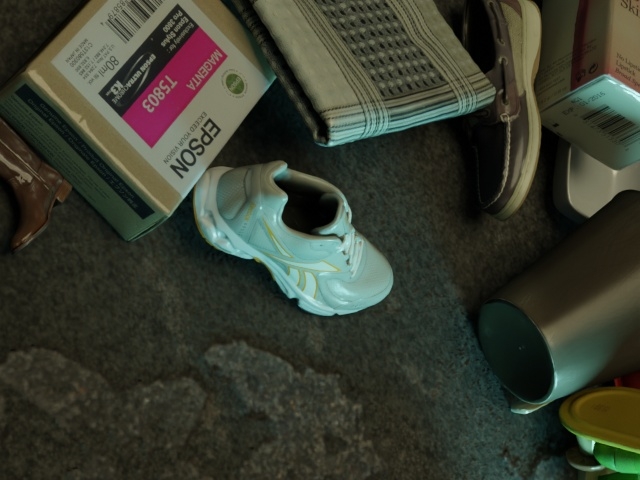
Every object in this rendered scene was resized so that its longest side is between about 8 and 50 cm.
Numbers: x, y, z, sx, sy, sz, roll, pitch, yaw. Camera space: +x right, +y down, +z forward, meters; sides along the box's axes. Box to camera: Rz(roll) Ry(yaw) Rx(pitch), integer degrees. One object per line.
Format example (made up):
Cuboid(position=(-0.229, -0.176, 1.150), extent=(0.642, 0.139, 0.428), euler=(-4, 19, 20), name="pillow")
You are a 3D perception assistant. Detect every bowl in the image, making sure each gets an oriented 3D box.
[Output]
Cuboid(position=(0.335, -0.071, 1.881), extent=(0.142, 0.053, 0.142), euler=(24, 61, -28), name="bowl")

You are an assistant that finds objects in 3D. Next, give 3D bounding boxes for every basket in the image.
Cuboid(position=(0.300, 0.079, 1.728), extent=(0.227, 0.154, 0.204), euler=(-26, 90, -27), name="basket")

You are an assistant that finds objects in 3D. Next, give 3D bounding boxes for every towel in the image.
Cuboid(position=(0.025, -0.258, 1.639), extent=(0.312, 0.056, 0.324), euler=(-17, 71, -49), name="towel")

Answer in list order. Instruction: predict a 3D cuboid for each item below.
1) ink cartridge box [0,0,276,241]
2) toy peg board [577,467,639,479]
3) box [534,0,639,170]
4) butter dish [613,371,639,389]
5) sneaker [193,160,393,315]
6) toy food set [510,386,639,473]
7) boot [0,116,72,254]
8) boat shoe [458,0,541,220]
Cuboid(position=(-0.173, -0.151, 1.507), extent=(0.193, 0.088, 0.235), euler=(44, 53, -15), name="ink cartridge box")
Cuboid(position=(0.370, 0.337, 1.751), extent=(0.160, 0.079, 0.161), euler=(22, 63, -29), name="toy peg board")
Cuboid(position=(0.351, -0.226, 1.835), extent=(0.148, 0.127, 0.232), euler=(28, 55, -27), name="box")
Cuboid(position=(0.430, 0.193, 1.806), extent=(0.160, 0.118, 0.160), euler=(23, 47, -28), name="butter dish")
Cuboid(position=(0.000, 0.000, 1.547), extent=(0.262, 0.121, 0.099), euler=(28, 59, -41), name="sneaker")
Cuboid(position=(0.333, 0.219, 1.718), extent=(0.128, 0.218, 0.071), euler=(-26, 121, -46), name="toy food set")
Cuboid(position=(-0.291, -0.056, 1.417), extent=(0.114, 0.037, 0.106), euler=(46, 40, -20), name="boot")
Cuboid(position=(0.194, -0.160, 1.782), extent=(0.092, 0.103, 0.285), euler=(15, 66, -21), name="boat shoe")
